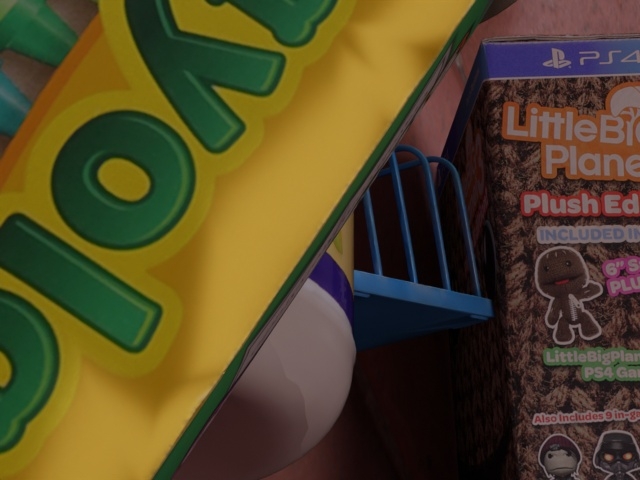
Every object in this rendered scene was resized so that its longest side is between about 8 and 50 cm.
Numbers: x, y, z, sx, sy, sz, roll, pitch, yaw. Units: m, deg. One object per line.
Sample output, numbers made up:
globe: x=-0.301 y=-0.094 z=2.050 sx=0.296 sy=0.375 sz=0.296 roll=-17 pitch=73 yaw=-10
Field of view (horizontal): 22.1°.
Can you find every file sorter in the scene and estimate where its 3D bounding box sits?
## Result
file sorter: x=0.000 y=0.000 z=0.897 sx=0.170 sy=0.118 sz=0.105 roll=14 pitch=64 yaw=-58

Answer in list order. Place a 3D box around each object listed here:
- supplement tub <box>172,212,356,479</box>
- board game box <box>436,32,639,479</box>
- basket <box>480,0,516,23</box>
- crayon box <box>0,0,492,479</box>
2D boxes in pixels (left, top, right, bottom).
supplement tub: x=-0.104 y=-0.086 z=0.620 sx=0.241 sy=0.241 sz=0.331 roll=33 pitch=51 yaw=-52
board game box: x=0.165 y=0.048 z=1.038 sx=0.232 sy=0.141 sz=0.291 roll=99 pitch=-11 yaw=-72
basket: x=0.046 y=-0.253 z=1.043 sx=0.204 sy=0.154 sz=0.227 roll=-41 pitch=123 yaw=-29
crayon box: x=-0.131 y=-0.080 z=0.419 sx=0.313 sy=0.106 sz=0.363 roll=32 pitch=64 yaw=3
